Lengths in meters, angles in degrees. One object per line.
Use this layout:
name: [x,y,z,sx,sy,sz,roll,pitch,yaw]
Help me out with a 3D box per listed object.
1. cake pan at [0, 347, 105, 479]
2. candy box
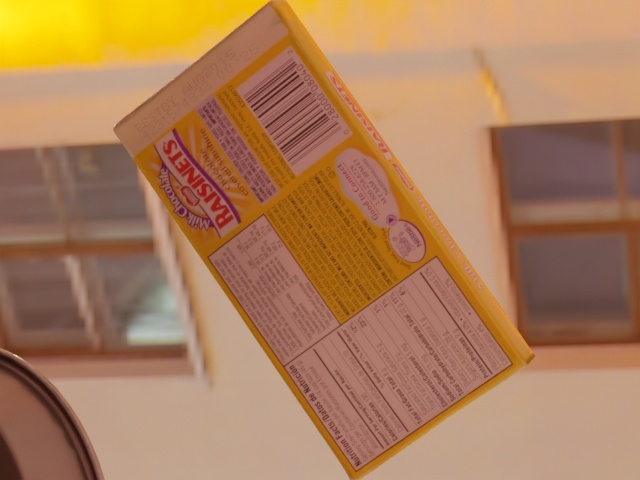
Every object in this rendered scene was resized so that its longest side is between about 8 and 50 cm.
cake pan: [-0.262,0.214,1.309,0.054,0.293,0.293,5,-98,-53]
candy box: [0.000,0.000,0.906,0.206,0.105,0.027,56,-158,5]
